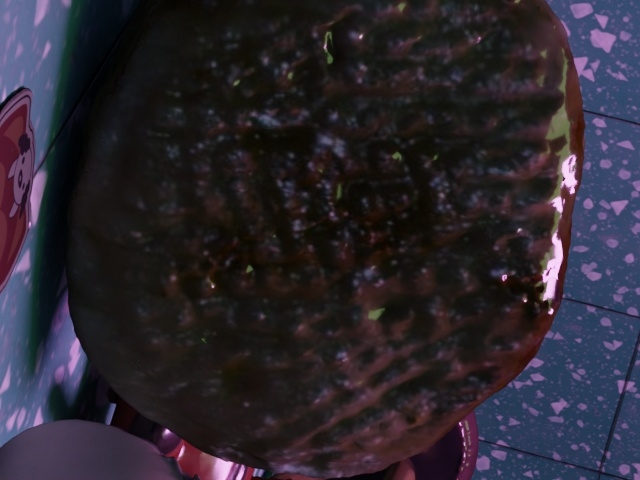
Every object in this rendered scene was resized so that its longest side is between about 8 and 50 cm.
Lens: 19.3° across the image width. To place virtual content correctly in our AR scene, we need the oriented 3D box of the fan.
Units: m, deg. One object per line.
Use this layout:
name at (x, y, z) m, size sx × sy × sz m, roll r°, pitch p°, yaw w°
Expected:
fan at (-0.197, 0.011, 1.036) m, size 0.220 × 0.009 × 0.132 m, roll -68°, pitch 167°, yaw -50°

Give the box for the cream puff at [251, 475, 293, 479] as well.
cream puff at (-0.066, 0.369, 1.731) m, size 0.350 × 0.228 × 0.351 m, roll -176°, pitch -90°, yaw -89°

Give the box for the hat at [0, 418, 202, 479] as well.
hat at (-0.162, 0.190, 1.042) m, size 0.275 × 0.232 × 0.161 m, roll -88°, pitch 160°, yaw -58°

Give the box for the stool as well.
stool at (0.059, 0.271, 2.500) m, size 0.178 × 0.272 × 0.272 m, roll -25°, pitch 131°, yaw -61°

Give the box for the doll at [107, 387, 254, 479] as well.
doll at (-0.117, 0.199, 1.405) m, size 0.235 × 0.174 × 0.330 m, roll 65°, pitch 40°, yaw -55°

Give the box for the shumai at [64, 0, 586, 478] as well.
shumai at (-0.002, -0.065, 1.315) m, size 0.323 × 0.324 × 0.398 m, roll -99°, pitch -158°, yaw -69°
